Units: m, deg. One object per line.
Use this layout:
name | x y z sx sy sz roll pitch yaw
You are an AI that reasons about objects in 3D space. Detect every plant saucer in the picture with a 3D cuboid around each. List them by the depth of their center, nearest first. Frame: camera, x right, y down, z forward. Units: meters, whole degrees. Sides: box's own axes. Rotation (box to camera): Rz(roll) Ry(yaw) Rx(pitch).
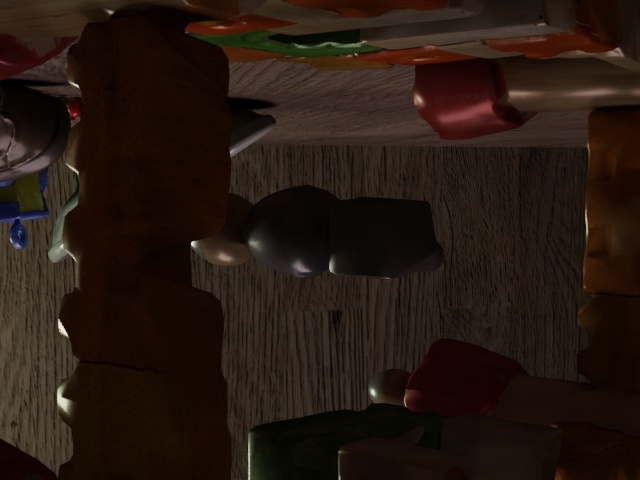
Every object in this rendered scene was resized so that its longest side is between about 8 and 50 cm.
plant saucer | -0.258 -0.110 1.735 0.400 0.101 0.400 -32 -175 3

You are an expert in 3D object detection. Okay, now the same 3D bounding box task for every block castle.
block castle | 0.000 0.000 0.546 0.212 0.303 0.453 3 -177 38

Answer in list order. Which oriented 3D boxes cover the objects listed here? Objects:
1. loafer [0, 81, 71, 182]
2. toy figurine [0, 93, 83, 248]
loafer | -0.491 -0.118 1.399 0.365 0.134 0.130 -21 152 13
toy figurine | -0.426 -0.094 1.636 0.191 0.217 0.362 0 -177 7
